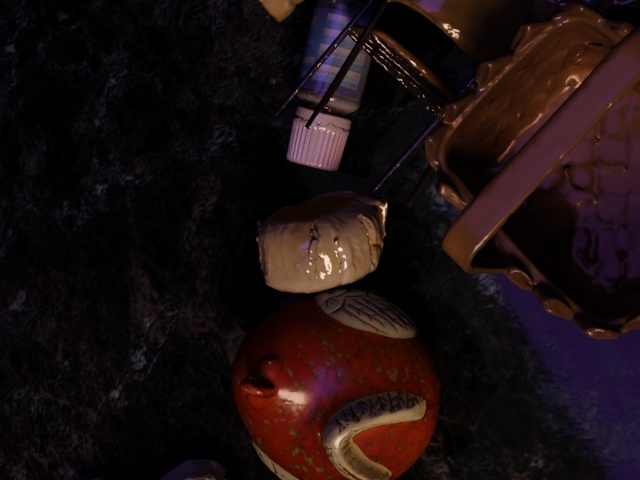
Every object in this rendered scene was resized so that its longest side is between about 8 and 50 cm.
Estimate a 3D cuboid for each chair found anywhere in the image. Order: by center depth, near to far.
[{"bbox_3d":[0.097,-0.182,1.038,0.247,0.159,0.172,-54,20,-2],"label":"chair"}]

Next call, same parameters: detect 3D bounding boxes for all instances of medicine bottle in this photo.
[{"bbox_3d":[0.013,-0.188,1.146,0.083,0.083,0.203,15,96,29],"label":"medicine bottle"}]

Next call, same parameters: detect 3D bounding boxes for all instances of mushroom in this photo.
[{"bbox_3d":[-0.220,0.348,1.250,0.278,0.099,0.096,-18,74,31],"label":"mushroom"}]

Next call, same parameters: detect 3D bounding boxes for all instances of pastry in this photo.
[{"bbox_3d":[0.000,0.000,1.111,0.166,0.166,0.088,-1,111,30],"label":"pastry"}]

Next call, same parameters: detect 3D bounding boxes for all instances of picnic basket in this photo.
[{"bbox_3d":[0.250,-0.065,0.877,0.254,0.321,0.291,-47,69,16],"label":"picnic basket"}]

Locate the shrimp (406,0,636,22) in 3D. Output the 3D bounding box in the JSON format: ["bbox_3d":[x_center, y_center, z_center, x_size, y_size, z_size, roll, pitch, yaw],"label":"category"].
[{"bbox_3d":[0.211,-0.313,1.046,0.317,0.077,0.168,19,94,32],"label":"shrimp"}]

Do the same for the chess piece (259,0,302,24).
[{"bbox_3d":[0.024,-0.404,1.142,0.301,0.137,0.137,-34,72,11],"label":"chess piece"}]

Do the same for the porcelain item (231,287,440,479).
[{"bbox_3d":[0.000,0.171,1.054,0.253,0.253,0.252,-1,87,29],"label":"porcelain item"}]
